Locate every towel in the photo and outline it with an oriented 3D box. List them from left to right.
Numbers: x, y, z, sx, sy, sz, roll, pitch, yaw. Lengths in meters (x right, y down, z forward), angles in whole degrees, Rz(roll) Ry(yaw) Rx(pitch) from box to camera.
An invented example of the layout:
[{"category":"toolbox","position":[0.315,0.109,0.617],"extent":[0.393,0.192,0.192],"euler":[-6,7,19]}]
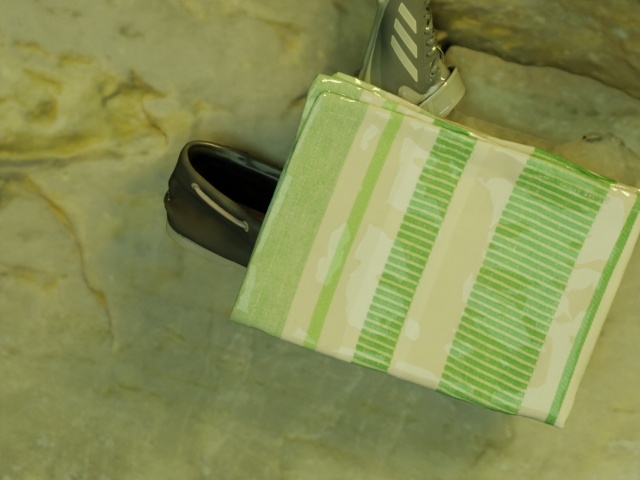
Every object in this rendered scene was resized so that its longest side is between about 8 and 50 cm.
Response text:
[{"category":"towel","position":[0.109,0.012,1.706],"extent":[0.324,0.038,0.248],"euler":[19,96,-1]}]

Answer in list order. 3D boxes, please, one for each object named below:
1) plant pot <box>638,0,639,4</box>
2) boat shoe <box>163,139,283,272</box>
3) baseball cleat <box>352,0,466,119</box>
[{"category":"plant pot","position":[0.386,-0.250,1.478],"extent":[0.274,0.256,0.256],"euler":[-29,98,45]},{"category":"boat shoe","position":[0.000,0.000,1.785],"extent":[0.335,0.112,0.095],"euler":[21,130,17]},{"category":"baseball cleat","position":[0.091,-0.183,1.716],"extent":[0.109,0.072,0.206],"euler":[19,121,-1]}]
